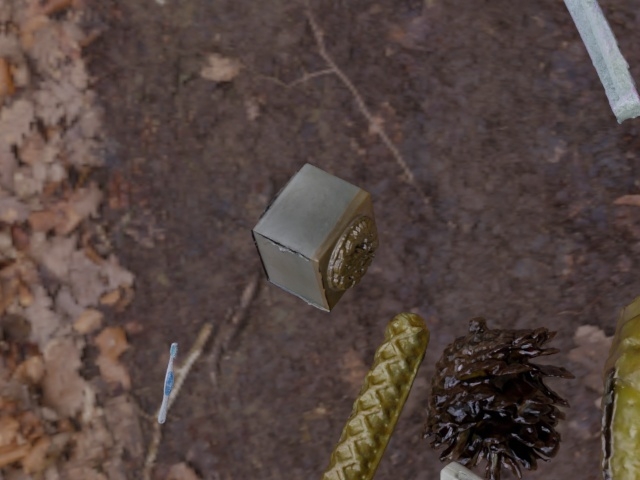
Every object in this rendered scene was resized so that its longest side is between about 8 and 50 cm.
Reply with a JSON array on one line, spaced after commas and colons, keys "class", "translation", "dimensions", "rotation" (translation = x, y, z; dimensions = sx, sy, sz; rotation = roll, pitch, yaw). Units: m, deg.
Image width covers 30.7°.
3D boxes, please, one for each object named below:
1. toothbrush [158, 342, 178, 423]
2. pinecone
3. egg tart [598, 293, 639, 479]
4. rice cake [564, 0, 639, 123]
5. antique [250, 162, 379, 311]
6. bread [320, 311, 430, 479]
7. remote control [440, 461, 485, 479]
[{"class": "toothbrush", "translation": [-0.225, 0.212, 1.724], "dimensions": [0.017, 0.014, 0.162], "rotation": [-113, 29, -45]}, {"class": "pinecone", "translation": [0.307, 0.278, 2.016], "dimensions": [0.242, 0.298, 0.296], "rotation": [13, 77, -5]}, {"class": "egg tart", "translation": [0.320, 0.153, 0.997], "dimensions": [0.150, 0.352, 0.352], "rotation": [0, 94, 21]}, {"class": "rice cake", "translation": [0.357, -0.249, 1.484], "dimensions": [0.043, 0.034, 0.211], "rotation": [-27, 72, 24]}, {"class": "antique", "translation": [0.000, 0.000, 1.743], "dimensions": [0.148, 0.147, 0.152], "rotation": [26, 65, 24]}, {"class": "bread", "translation": [0.076, 0.278, 1.777], "dimensions": [0.077, 0.084, 0.367], "rotation": [22, 74, 6]}, {"class": "remote control", "translation": [0.221, 0.417, 1.690], "dimensions": [0.090, 0.049, 0.230], "rotation": [32, 143, 39]}]
